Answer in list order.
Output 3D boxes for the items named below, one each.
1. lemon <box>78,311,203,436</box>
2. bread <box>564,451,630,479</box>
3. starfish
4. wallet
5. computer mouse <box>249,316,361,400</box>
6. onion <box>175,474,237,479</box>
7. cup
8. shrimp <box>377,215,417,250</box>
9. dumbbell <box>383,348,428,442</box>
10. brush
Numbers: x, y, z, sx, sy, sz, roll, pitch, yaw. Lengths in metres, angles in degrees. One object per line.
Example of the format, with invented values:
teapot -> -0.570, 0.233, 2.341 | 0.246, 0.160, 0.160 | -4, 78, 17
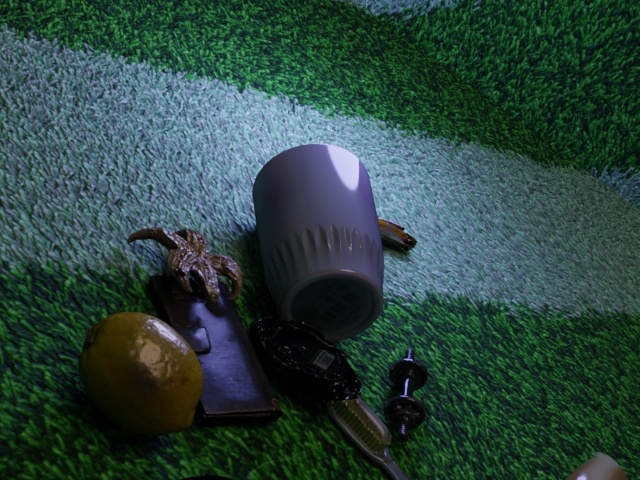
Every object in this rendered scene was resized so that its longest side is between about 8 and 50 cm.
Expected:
lemon -> -0.271, 0.203, 1.435 | 0.207, 0.170, 0.170 | 42, 30, -8
bread -> 0.600, 0.576, 1.839 | 0.333, 0.160, 0.333 | 25, 34, -18
starfish -> -0.245, 0.030, 1.742 | 0.216, 0.071, 0.238 | 25, 14, -18
wallet -> -0.187, 0.185, 1.656 | 0.169, 0.044, 0.317 | 8, 40, -38
computer mouse -> -0.033, 0.223, 1.724 | 0.242, 0.077, 0.146 | 32, 32, 9
onion -> -0.127, 0.415, 1.271 | 0.272, 0.195, 0.272 | 18, 34, -13
cup -> 0.000, 0.000, 1.896 | 0.253, 0.253, 0.371 | 21, 36, -26
shrimp -> 0.147, -0.036, 2.296 | 0.217, 0.051, 0.115 | 24, 31, -18
dumbbell -> 0.168, 0.297, 1.841 | 0.082, 0.081, 0.254 | 31, 31, -11
brush -> 0.118, 0.374, 1.705 | 0.297, 0.060, 0.068 | 47, 30, 16
